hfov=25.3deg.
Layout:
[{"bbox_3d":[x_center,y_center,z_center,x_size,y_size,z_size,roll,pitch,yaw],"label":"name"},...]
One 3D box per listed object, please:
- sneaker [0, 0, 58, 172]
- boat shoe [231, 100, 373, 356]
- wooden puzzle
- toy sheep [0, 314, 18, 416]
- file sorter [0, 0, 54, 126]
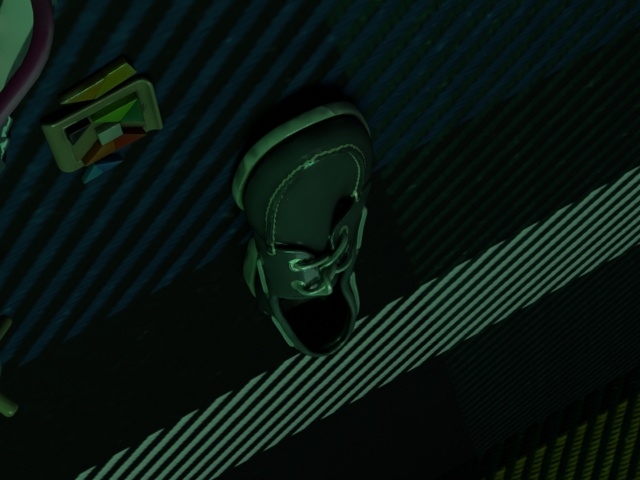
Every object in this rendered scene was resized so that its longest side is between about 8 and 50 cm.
[{"bbox_3d":[-0.207,-0.090,0.658,0.131,0.112,0.319,1,146,-23],"label":"sneaker"},{"bbox_3d":[0.000,0.000,1.119,0.116,0.099,0.319,-23,159,-15],"label":"boat shoe"},{"bbox_3d":[-0.135,-0.071,0.895,0.078,0.014,0.116,-28,160,-3],"label":"wooden puzzle"},{"bbox_3d":[-0.252,0.071,0.937,0.091,0.132,0.091,-53,-170,13],"label":"toy sheep"},{"bbox_3d":[-0.220,-0.076,0.365,0.202,0.182,0.290,-53,170,0],"label":"file sorter"}]
